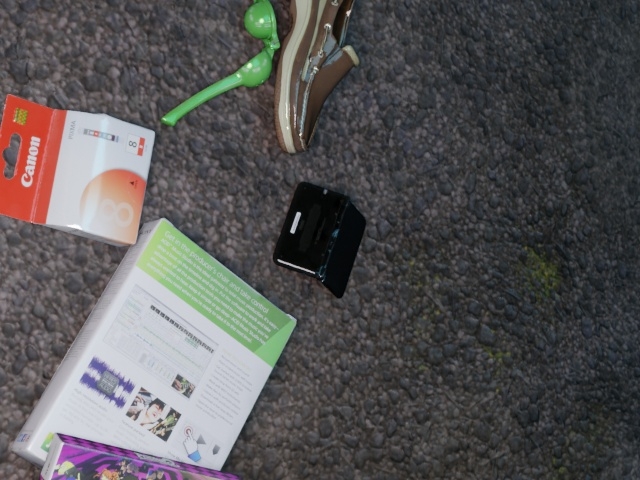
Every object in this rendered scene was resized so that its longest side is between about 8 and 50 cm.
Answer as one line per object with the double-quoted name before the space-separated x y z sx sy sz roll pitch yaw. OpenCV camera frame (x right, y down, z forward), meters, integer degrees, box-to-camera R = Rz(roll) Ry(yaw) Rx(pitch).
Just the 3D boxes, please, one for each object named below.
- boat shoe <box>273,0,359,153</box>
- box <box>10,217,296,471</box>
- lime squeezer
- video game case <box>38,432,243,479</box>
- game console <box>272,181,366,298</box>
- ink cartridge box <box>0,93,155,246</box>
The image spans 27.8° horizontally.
"boat shoe" 0.002 -0.237 1.681 0.095 0.095 0.257 47 49 -72
"box" -0.189 0.168 1.540 0.232 0.058 0.322 40 65 -25
"lime squeezer" -0.104 -0.267 1.664 0.110 0.059 0.310 18 73 -1
"video game case" -0.221 0.342 1.451 0.232 0.042 0.210 19 92 -25
"game console" 0.000 0.000 1.721 0.107 0.071 0.122 19 71 -1
"ink cartridge box" -0.288 -0.083 1.507 0.179 0.045 0.145 18 74 -35
